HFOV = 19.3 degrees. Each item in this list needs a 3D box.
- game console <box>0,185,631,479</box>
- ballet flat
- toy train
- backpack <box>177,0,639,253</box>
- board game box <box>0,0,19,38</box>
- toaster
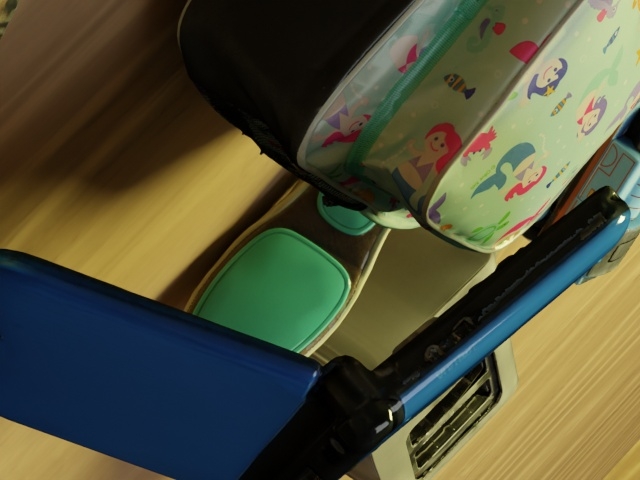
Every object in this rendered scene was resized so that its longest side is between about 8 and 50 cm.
[{"bbox_3d":[-0.024,0.036,0.943,0.250,0.173,0.293,-38,174,-19],"label":"game console"},{"bbox_3d":[0.000,0.000,1.186,0.248,0.086,0.086,-48,160,-5],"label":"ballet flat"},{"bbox_3d":[0.225,-0.057,1.500,0.080,0.105,0.184,-22,147,-52],"label":"toy train"},{"bbox_3d":[0.067,-0.109,0.977,0.225,0.191,0.253,-50,165,1],"label":"backpack"},{"bbox_3d":[-0.193,-0.070,0.712,0.186,0.026,0.126,-16,143,-57],"label":"board game box"},{"bbox_3d":[0.047,0.075,1.314,0.185,0.110,0.168,-42,143,-21],"label":"toaster"}]
